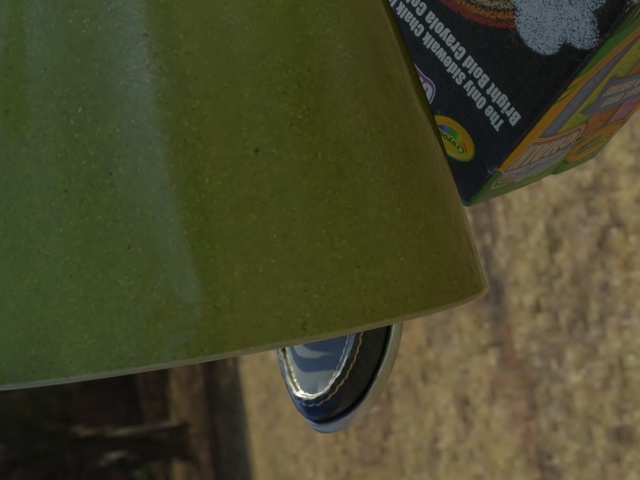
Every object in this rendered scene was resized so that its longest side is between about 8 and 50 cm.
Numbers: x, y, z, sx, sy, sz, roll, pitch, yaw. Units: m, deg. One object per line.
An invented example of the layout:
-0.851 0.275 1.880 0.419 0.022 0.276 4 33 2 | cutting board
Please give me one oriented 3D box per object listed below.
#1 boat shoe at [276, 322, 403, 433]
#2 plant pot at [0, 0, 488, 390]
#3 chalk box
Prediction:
0.000 0.000 1.106 0.079 0.095 0.254 43 -140 -41 | boat shoe
-0.077 -0.097 0.842 0.275 0.275 0.293 -179 80 -79 | plant pot
0.145 -0.154 1.295 0.180 0.179 0.289 53 133 16 | chalk box
